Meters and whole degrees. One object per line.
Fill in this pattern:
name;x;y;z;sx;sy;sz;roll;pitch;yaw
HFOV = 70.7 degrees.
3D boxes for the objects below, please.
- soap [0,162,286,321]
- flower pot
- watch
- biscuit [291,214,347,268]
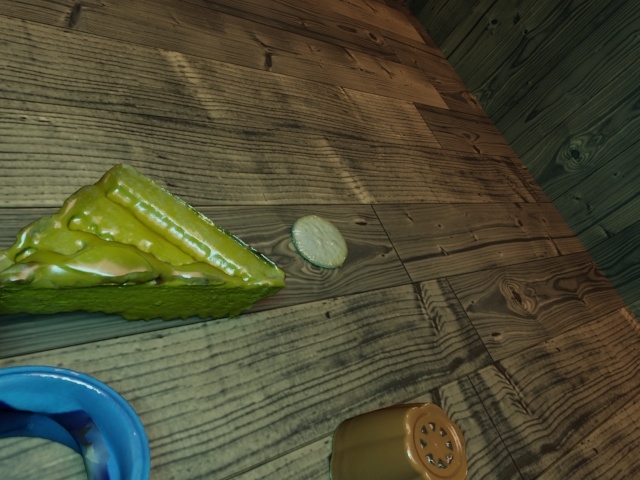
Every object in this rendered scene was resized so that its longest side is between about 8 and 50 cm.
soap;-0.257;0.079;0.673;0.339;0.169;0.304;35;42;-7
flower pot;0.136;0.354;0.742;0.191;0.173;0.190;22;44;-22
watch;-0.275;0.270;0.472;0.305;0.241;0.274;9;34;-45
biscuit;0.000;0.000;1.041;0.152;0.020;0.152;20;47;-23
